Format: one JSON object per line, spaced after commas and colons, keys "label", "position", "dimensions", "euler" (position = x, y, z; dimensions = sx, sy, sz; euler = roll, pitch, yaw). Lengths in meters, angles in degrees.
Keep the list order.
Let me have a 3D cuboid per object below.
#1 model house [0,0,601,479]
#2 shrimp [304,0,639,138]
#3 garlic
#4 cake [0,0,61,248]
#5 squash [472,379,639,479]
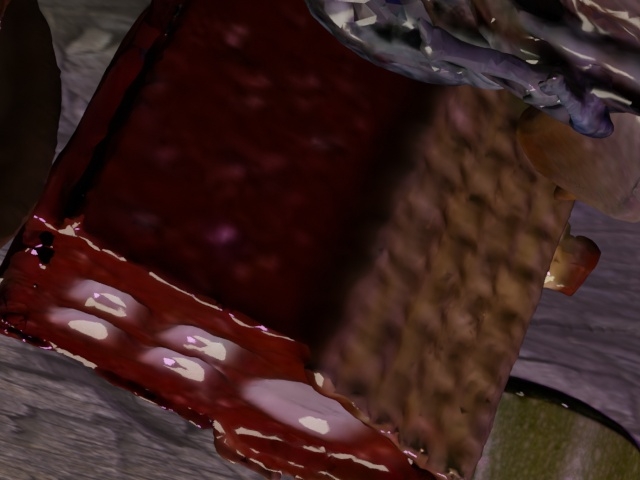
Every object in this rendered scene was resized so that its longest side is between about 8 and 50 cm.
{"label": "model house", "position": [0.000, 0.000, 0.671], "dimensions": [0.254, 0.196, 0.160], "euler": [27, 152, -6]}
{"label": "shrimp", "position": [0.114, -0.083, 0.445], "dimensions": [0.372, 0.172, 0.137], "euler": [1, 140, 52]}
{"label": "garlic", "position": [0.131, -0.051, 0.605], "dimensions": [0.084, 0.066, 0.152], "euler": [25, 155, 0]}
{"label": "cake", "position": [-0.191, -0.132, 0.482], "dimensions": [0.321, 0.332, 0.332], "euler": [-36, 121, 25]}
{"label": "squash", "position": [0.129, 0.179, 0.994], "dimensions": [0.170, 0.123, 0.170], "euler": [16, 157, 7]}
